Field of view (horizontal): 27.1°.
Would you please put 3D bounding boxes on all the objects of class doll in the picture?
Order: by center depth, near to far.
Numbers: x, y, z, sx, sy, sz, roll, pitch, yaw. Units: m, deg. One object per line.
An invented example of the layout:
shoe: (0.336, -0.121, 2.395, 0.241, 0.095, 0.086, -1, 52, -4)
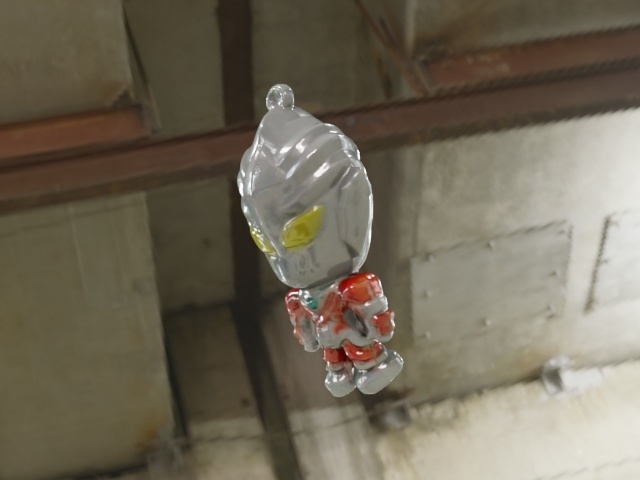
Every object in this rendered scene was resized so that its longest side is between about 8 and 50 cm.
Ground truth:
doll: (0.000, 0.000, 0.742, 0.094, 0.180, 0.079, -12, 7, 45)
